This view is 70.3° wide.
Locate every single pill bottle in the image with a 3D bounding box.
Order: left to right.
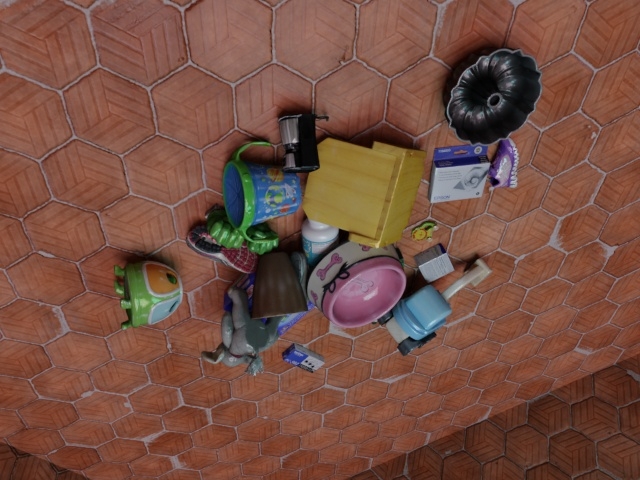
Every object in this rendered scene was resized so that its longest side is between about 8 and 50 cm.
[{"bbox_3d":[0.000,0.000,1.777,0.146,0.146,0.264,-7,128,-7],"label":"pill bottle"}]

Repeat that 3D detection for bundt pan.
[{"bbox_3d":[0.560,-0.492,1.528,0.330,0.124,0.331,-6,128,-8],"label":"bundt pan"}]

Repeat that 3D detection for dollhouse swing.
[{"bbox_3d":[0.157,-0.193,1.645,0.315,0.304,0.347,-15,122,-58],"label":"dollhouse swing"}]

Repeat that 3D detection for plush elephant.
[{"bbox_3d":[-0.319,0.396,1.811,0.271,0.330,0.255,26,141,-37],"label":"plush elephant"}]

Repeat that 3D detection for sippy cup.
[{"bbox_3d":[-0.194,-0.164,1.556,0.223,0.240,0.306,-9,136,-28],"label":"sippy cup"}]

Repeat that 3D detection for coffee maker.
[{"bbox_3d":[-0.049,-0.316,1.486,0.171,0.120,0.179,-6,92,5],"label":"coffee maker"}]

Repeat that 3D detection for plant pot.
[{"bbox_3d":[-0.166,0.166,1.706,0.215,0.231,0.215,-8,172,-1],"label":"plant pot"}]

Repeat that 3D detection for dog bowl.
[{"bbox_3d":[0.157,0.179,1.789,0.407,0.150,0.408,-17,135,-17],"label":"dog bowl"}]

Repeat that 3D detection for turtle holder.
[{"bbox_3d":[-0.659,0.227,1.752,0.227,0.243,0.321,-8,122,-28],"label":"turtle holder"}]

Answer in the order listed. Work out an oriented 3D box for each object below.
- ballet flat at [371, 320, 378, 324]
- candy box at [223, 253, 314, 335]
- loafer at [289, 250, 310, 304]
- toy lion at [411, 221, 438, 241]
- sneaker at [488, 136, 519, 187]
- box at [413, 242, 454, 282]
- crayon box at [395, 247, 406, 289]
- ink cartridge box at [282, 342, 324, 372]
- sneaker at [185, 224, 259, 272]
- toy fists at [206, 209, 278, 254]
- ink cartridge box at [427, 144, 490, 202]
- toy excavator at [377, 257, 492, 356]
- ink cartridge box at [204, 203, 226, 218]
[{"bbox_3d":[0.290,0.317,2.143,0.072,0.068,0.213,12,124,-21],"label":"ballet flat"},{"bbox_3d":[-0.209,0.237,1.933,0.317,0.122,0.268,33,116,-33],"label":"candy box"},{"bbox_3d":[-0.080,0.158,1.809,0.084,0.096,0.268,-16,122,-39],"label":"loafer"},{"bbox_3d":[0.437,-0.037,1.923,0.095,0.034,0.100,11,125,-11],"label":"toy lion"},{"bbox_3d":[0.694,-0.291,1.743,0.104,0.095,0.237,-13,131,8],"label":"sneaker"},{"bbox_3d":[0.505,0.102,2.018,0.137,0.072,0.126,-27,129,10],"label":"box"},{"bbox_3d":[0.210,0.167,1.998,0.318,0.081,0.202,-14,130,-1],"label":"crayon box"},{"bbox_3d":[-0.085,0.596,2.294,0.207,0.046,0.097,33,114,-32],"label":"ink cartridge box"},{"bbox_3d":[-0.370,0.034,1.749,0.299,0.121,0.112,30,153,-23],"label":"sneaker"},{"bbox_3d":[-0.281,-0.028,1.666,0.279,0.142,0.096,14,124,-36],"label":"toy fists"},{"bbox_3d":[0.537,-0.258,1.758,0.223,0.045,0.224,-8,129,-6],"label":"ink cartridge box"},{"bbox_3d":[0.528,0.272,2.020,0.432,0.222,0.445,-8,146,-51],"label":"toy excavator"},{"bbox_3d":[-0.370,-0.081,1.704,0.062,0.029,0.115,-37,126,16],"label":"ink cartridge box"}]
